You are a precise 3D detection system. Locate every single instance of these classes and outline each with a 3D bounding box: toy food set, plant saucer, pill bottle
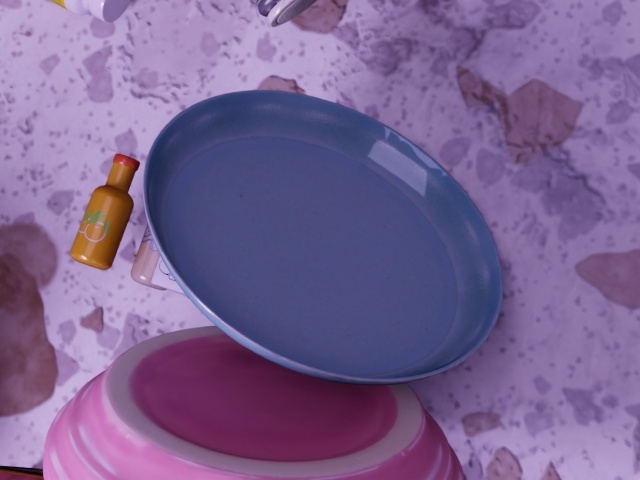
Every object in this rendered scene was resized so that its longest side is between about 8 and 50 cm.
[{"bbox_3d":[-0.100,0.001,1.326,0.232,0.111,0.104,14,83,38],"label":"toy food set"},{"bbox_3d":[0.000,0.000,1.249,0.317,0.318,0.043,44,133,17],"label":"plant saucer"},{"bbox_3d":[-0.048,0.155,1.179,0.332,0.332,0.084,13,113,16],"label":"plant saucer"},{"bbox_3d":[-0.239,-0.255,1.439,0.116,0.065,0.065,32,88,18],"label":"pill bottle"}]

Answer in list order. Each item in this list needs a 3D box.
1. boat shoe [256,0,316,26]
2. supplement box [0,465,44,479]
[{"bbox_3d":[0.012,-0.293,1.371,0.079,0.084,0.233,37,82,3],"label":"boat shoe"},{"bbox_3d":[-0.211,0.264,1.267,0.191,0.194,0.129,6,82,15],"label":"supplement box"}]
